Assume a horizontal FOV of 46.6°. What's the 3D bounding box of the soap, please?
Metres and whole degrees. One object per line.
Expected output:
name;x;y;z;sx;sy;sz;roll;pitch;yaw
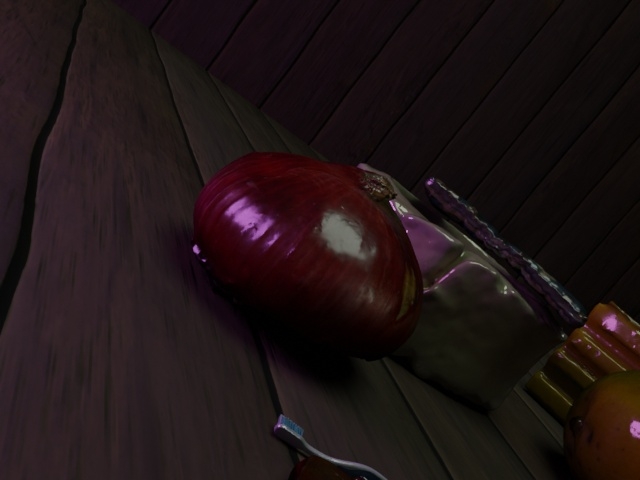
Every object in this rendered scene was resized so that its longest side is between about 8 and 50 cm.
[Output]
soap;0.516;0.274;1.180;0.324;0.204;0.096;45;9;32

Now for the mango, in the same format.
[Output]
mango;0.461;0.264;0.928;0.365;0.182;0.253;8;13;-36

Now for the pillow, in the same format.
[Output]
pillow;0.228;0.011;0.931;0.255;0.034;0.189;42;9;11

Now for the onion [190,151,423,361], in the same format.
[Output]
onion;-0.009;0.007;0.680;0.248;0.161;0.248;16;10;-3

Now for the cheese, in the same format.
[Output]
cheese;0.139;0.054;0.953;0.332;0.153;0.292;32;12;-32

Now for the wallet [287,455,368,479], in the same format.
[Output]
wallet;0.079;0.210;0.390;0.255;0.031;0.137;40;10;8

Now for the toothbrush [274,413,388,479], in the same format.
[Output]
toothbrush;0.035;0.164;0.498;0.162;0.014;0.017;37;29;-14
